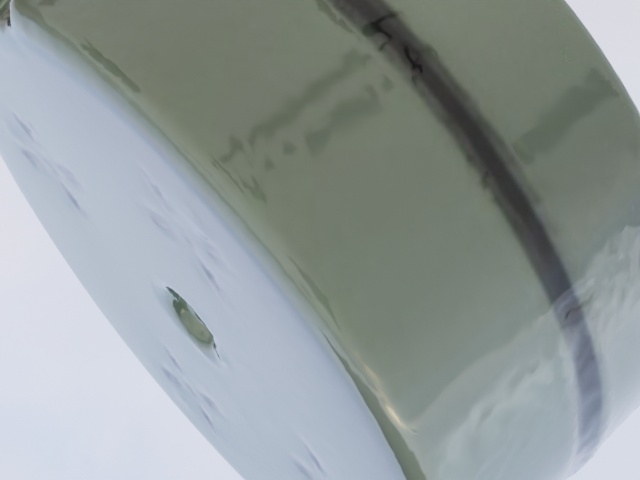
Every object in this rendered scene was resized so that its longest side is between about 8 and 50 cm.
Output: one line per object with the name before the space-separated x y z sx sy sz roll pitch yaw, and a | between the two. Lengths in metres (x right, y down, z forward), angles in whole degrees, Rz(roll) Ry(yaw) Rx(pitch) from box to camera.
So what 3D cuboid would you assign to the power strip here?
power strip | 0.000 0.000 0.567 0.161 0.357 0.357 -39 -117 -20
